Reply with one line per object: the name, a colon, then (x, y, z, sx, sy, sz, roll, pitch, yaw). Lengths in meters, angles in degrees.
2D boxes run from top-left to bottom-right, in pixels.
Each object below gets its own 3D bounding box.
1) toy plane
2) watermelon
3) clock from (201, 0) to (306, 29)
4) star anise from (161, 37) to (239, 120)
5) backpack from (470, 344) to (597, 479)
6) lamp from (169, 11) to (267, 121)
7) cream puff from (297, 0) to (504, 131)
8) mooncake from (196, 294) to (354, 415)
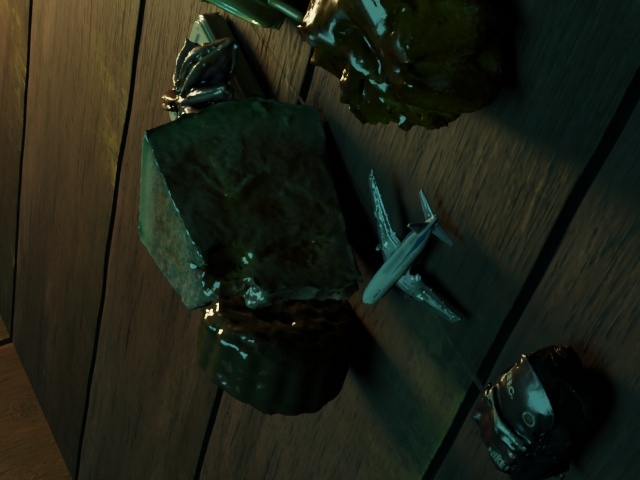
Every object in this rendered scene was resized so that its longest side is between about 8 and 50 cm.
toy plane: (0.103, 0.024, 1.771, 0.226, 0.058, 0.226, 61, 155, 19)
watermelon: (-0.105, -0.026, 1.905, 0.151, 0.264, 0.302, 116, 141, -65)
clock: (-0.135, -0.366, 1.862, 0.308, 0.235, 0.096, 33, 95, 48)
star anise: (-0.167, -0.201, 2.056, 0.229, 0.093, 0.236, 56, 146, 43)
backpack: (0.234, 0.187, 1.540, 0.165, 0.106, 0.120, 102, 148, -50)
lamp: (-0.150, -0.177, 2.182, 0.269, 0.047, 0.266, 63, 153, 22)
cream puff: (0.089, -0.233, 1.556, 0.269, 0.155, 0.241, -24, 87, 58)
mooncake: (-0.061, 0.134, 1.989, 0.228, 0.228, 0.124, 52, 139, 38)
